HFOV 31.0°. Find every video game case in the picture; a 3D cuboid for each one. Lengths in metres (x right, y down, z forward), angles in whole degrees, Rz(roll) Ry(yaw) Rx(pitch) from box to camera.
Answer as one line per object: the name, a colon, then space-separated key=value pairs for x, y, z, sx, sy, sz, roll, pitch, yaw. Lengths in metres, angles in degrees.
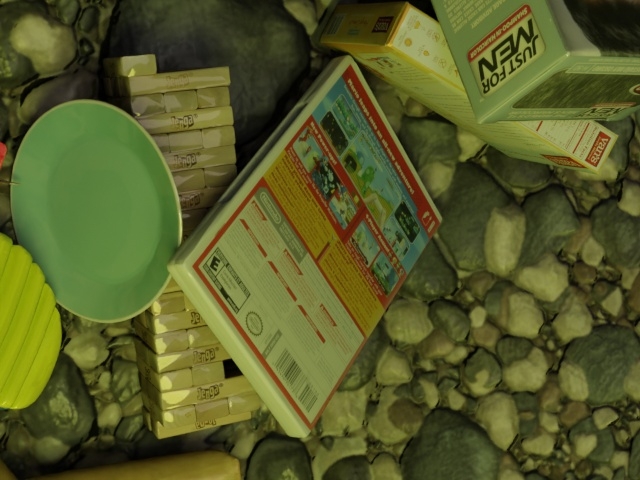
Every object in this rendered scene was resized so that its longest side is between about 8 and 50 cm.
video game case: x=0.000 y=0.000 z=1.016 sx=0.285 sy=0.025 sz=0.204 roll=-54 pitch=125 yaw=-35

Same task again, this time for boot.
boot: x=-0.200 y=0.206 z=0.980 sx=0.270 sy=0.089 sz=0.236 roll=-3 pitch=135 yaw=-19

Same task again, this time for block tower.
block tower: x=-0.121 y=0.002 z=1.017 sx=0.097 sy=0.091 sz=0.335 roll=-10 pitch=100 yaw=-21

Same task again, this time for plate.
plate: x=-0.185 y=-0.025 z=0.962 sx=0.024 sy=0.188 sz=0.188 roll=-19 pitch=106 yaw=-58

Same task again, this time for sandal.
sandal: x=-0.336 y=0.026 z=0.925 sx=0.317 sy=0.138 sz=0.126 roll=53 pitch=47 yaw=-36

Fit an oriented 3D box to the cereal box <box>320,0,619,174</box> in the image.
cereal box: x=0.132 y=-0.140 z=1.056 sx=0.240 sy=0.173 sz=0.047 roll=27 pitch=90 yaw=-23

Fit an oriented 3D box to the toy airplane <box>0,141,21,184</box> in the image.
toy airplane: x=-0.326 y=-0.060 z=0.956 sx=0.151 sy=0.028 sz=0.151 roll=-1 pitch=97 yaw=-12

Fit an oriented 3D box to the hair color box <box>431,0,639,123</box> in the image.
hair color box: x=0.168 y=-0.288 z=0.979 sx=0.185 sy=0.114 sz=0.374 roll=-6 pitch=70 yaw=-37
